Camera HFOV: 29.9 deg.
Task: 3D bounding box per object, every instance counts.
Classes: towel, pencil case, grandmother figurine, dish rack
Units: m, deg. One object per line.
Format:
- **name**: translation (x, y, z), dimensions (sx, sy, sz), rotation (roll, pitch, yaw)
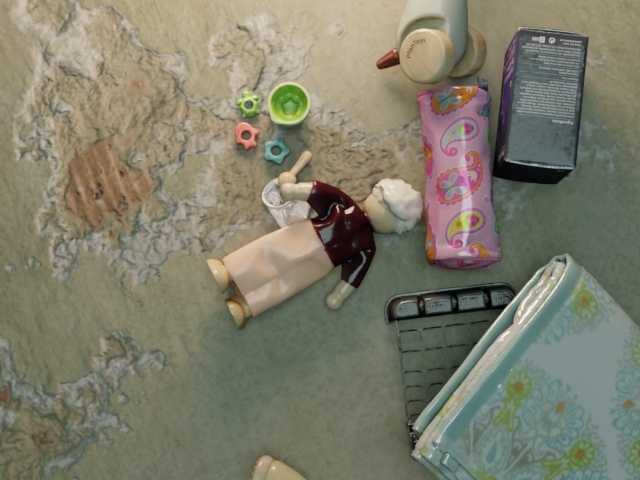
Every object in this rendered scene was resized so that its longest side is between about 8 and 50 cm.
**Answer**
- **towel**: translation (0.342, 0.257, 1.741), dimensions (0.320, 0.090, 0.374), rotation (45, 78, -18)
- **pencil case**: translation (0.213, -0.097, 1.819), dimensions (0.124, 0.124, 0.284), rotation (-2, 80, 1)
- **grandmother figurine**: translation (0.000, 0.000, 1.832), dimensions (0.342, 0.104, 0.208), rotation (-25, 112, -5)
- **dish rack**: translation (0.214, 0.205, 1.816), dimensions (0.208, 0.074, 0.272), rotation (-7, 85, 1)

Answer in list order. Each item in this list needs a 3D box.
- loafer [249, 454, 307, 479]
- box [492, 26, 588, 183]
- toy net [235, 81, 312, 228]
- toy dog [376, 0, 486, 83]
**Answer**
- **loafer**: translation (-0.080, 0.458, 1.775), dimensions (0.092, 0.102, 0.269), rotation (10, 83, 8)
- **box**: translation (0.331, -0.200, 1.816), dimensions (0.108, 0.153, 0.207), rotation (7, 83, 2)
- **toy net**: translation (-0.071, -0.127, 1.867), dimensions (0.122, 0.045, 0.232), rotation (-4, 84, 0)
- **toy dog**: translation (0.148, -0.386, 1.839), dimensions (0.161, 0.220, 0.334), rotation (-3, 74, 32)
